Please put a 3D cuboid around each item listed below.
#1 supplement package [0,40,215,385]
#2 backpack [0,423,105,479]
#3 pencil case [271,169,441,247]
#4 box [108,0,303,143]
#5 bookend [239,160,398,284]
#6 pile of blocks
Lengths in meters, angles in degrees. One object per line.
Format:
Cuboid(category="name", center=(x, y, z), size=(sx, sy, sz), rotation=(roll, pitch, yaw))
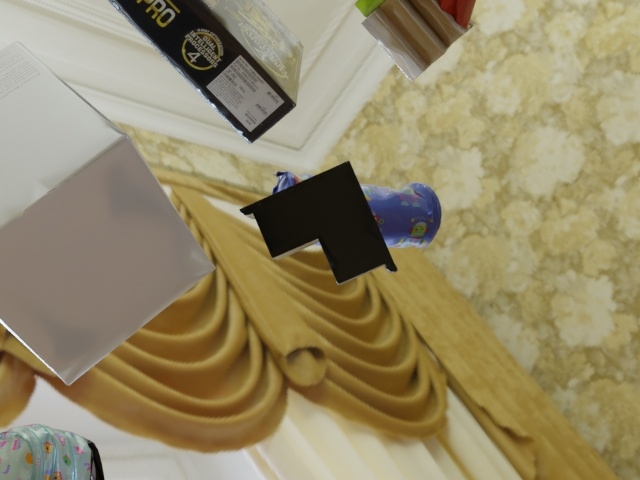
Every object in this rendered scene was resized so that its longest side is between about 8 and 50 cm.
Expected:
Cuboid(category="supplement package", center=(-0.269, -0.038, 0.780), size=(0.177, 0.293, 0.175), rotation=(-39, -46, -13))
Cuboid(category="backpack", center=(-0.327, 0.306, 0.934), size=(0.152, 0.181, 0.115), rotation=(-6, -21, 29))
Cuboid(category="pencil case", center=(0.054, -0.051, 1.394), size=(0.306, 0.133, 0.119), rotation=(2, -59, -27))
Cuboid(category="box", center=(-0.188, -0.343, 1.107), size=(0.097, 0.318, 0.395), rotation=(-40, -71, 16))
Cuboid(category="bookend", center=(0.000, 0.000, 1.065), size=(0.156, 0.157, 0.072), rotation=(-24, -5, 3))
Cuboid(category="pile of blocks", center=(0.062, -0.354, 0.880), size=(0.113, 0.362, 0.149), rotation=(-37, -15, 36))
